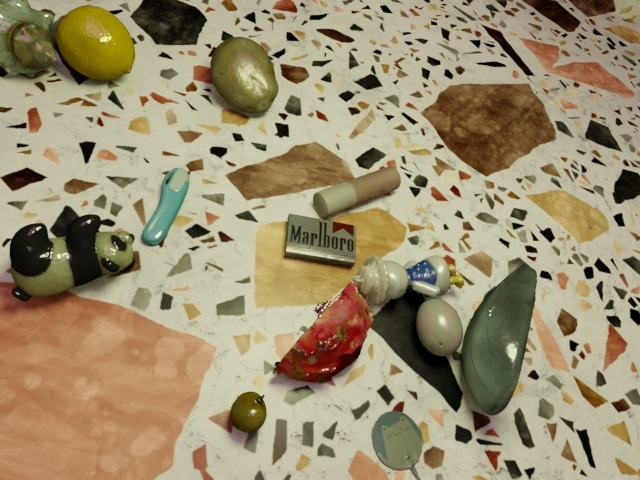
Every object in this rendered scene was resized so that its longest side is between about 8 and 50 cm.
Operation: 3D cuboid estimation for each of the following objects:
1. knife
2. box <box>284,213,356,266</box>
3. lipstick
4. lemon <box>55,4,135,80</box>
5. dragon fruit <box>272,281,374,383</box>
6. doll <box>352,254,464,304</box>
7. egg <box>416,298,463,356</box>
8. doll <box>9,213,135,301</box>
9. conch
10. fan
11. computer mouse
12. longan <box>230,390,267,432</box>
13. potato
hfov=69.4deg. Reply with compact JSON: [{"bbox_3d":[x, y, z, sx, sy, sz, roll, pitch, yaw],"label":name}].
[{"bbox_3d":[-0.365,-0.084,1.097,0.064,0.031,0.222,19,58,-10],"label":"knife"},{"bbox_3d":[0.000,0.000,1.150,0.177,0.036,0.115,10,56,-10],"label":"box"},{"bbox_3d":[0.102,-0.134,1.246,0.254,0.070,0.070,-23,67,-28],"label":"lipstick"},{"bbox_3d":[-0.588,-0.515,1.221,0.203,0.178,0.178,41,53,-15],"label":"lemon"},{"bbox_3d":[0.035,0.195,0.958,0.126,0.161,0.274,39,54,13],"label":"dragon fruit"},{"bbox_3d":[0.209,0.092,1.113,0.293,0.119,0.138,0,34,-23],"label":"doll"},{"bbox_3d":[0.273,0.198,1.063,0.103,0.103,0.135,1,57,-17],"label":"egg"},{"bbox_3d":[-0.496,0.028,0.928,0.234,0.143,0.135,-17,88,-27],"label":"doll"},{"bbox_3d":[-0.792,-0.552,1.188,0.386,0.170,0.203,45,44,13],"label":"conch"},{"bbox_3d":[0.173,0.435,0.940,0.113,0.005,0.175,-17,65,-26],"label":"fan"},{"bbox_3d":[0.399,0.205,1.053,0.121,0.188,0.371,22,57,13],"label":"computer mouse"},{"bbox_3d":[-0.132,0.322,0.875,0.075,0.083,0.075,37,18,-15],"label":"longan"},{"bbox_3d":[-0.216,-0.471,1.320,0.178,0.160,0.235,-36,86,7],"label":"potato"}]
